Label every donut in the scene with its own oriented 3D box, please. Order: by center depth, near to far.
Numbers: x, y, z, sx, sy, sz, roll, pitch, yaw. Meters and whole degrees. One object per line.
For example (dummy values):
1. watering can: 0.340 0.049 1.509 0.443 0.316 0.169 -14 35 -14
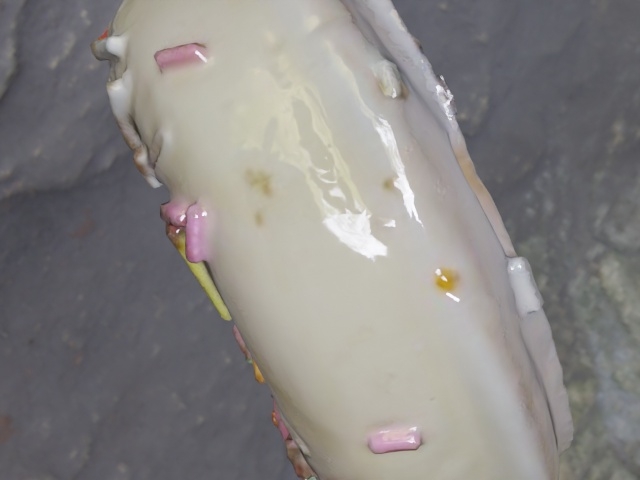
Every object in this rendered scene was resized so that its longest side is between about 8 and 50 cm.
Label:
1. donut: 0.000 0.000 0.720 0.142 0.382 0.382 -26 153 -4
